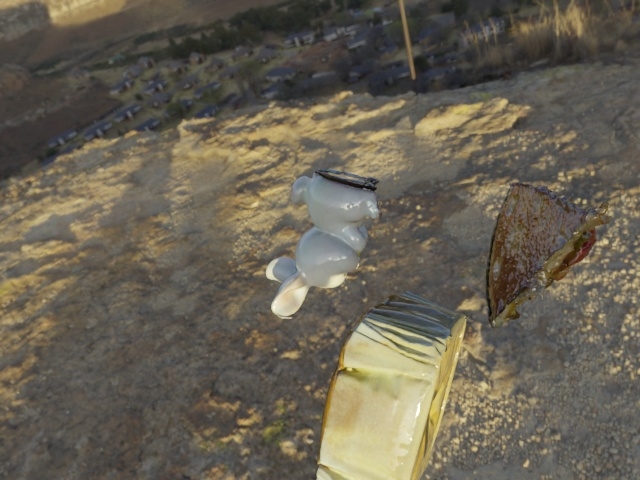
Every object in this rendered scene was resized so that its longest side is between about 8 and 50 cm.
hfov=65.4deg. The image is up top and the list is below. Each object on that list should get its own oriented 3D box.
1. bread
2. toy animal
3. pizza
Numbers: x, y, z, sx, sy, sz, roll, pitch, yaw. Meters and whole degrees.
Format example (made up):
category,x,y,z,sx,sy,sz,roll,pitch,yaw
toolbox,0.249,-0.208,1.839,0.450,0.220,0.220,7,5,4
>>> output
category,x,y,z,sx,sy,sz,roll,pitch,yaw
bread,0.078,0.168,0.549,0.110,0.209,0.192,17,12,24
toy animal,0.006,0.001,0.438,0.085,0.124,0.071,9,18,-15
pizza,0.137,0.013,0.327,0.029,0.099,0.100,20,9,-11
